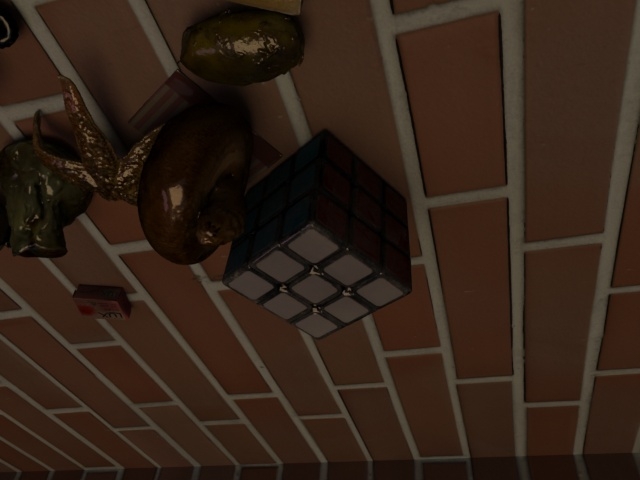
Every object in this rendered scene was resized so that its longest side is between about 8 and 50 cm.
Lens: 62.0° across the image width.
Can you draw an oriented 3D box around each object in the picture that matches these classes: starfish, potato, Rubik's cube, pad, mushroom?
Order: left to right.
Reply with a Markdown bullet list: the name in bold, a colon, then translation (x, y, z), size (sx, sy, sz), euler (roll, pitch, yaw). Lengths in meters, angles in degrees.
- **starfish**: translation (-0.456, -0.188, 1.210), size (0.399, 0.132, 0.383), euler (22, 132, -20)
- **mushroom**: translation (-0.250, -0.121, 1.106), size (0.239, 0.345, 0.345), euler (37, 129, -15)
- **pad**: translation (-0.262, -0.231, 1.223), size (0.202, 0.005, 0.300), euler (-32, 125, 33)
- **potato**: translation (-0.151, -0.356, 0.998), size (0.252, 0.113, 0.149), euler (-8, 157, 8)
- **Rubik's cube**: translation (0.000, 0.000, 1.222), size (0.304, 0.305, 0.301), euler (37, 128, -27)

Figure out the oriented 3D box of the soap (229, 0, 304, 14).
- **soap**: translation (-0.134, -0.480, 0.899), size (0.232, 0.073, 0.140), euler (11, 135, -4)

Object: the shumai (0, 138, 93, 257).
- **shumai**: translation (-0.680, -0.093, 1.277), size (0.222, 0.203, 0.271), euler (-6, 131, 11)

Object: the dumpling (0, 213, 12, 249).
- **dumpling**: translation (-0.912, -0.043, 1.388), size (0.293, 0.163, 0.204), euler (-6, 110, 50)

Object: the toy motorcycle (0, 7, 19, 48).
- **toy motorcycle**: translation (-0.700, -0.449, 0.968), size (0.271, 0.106, 0.159), euler (13, 140, -17)

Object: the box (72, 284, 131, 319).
- **box**: translation (-0.689, 0.198, 1.683), size (0.156, 0.060, 0.111), euler (3, 138, 4)
